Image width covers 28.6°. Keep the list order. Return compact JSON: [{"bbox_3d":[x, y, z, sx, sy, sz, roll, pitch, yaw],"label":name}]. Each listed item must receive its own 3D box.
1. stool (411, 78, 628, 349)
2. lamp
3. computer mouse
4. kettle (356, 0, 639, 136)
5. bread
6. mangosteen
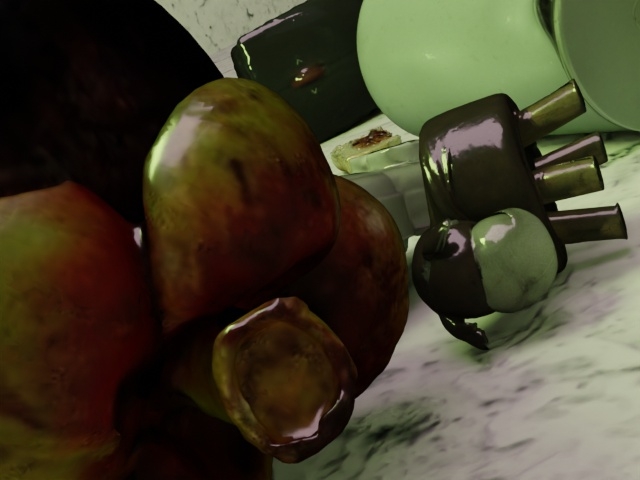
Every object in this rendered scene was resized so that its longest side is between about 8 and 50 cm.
[{"bbox_3d":[0.123,-0.020,0.798,0.121,0.125,0.217,-15,25,20],"label":"stool"},{"bbox_3d":[0.002,0.002,0.919,0.246,0.108,0.179,-20,9,-23],"label":"lamp"},{"bbox_3d":[0.023,-0.238,1.638,0.269,0.170,0.100,-33,3,-28],"label":"computer mouse"},{"bbox_3d":[0.220,-0.182,1.171,0.205,0.265,0.318,-60,26,-13],"label":"kettle"},{"bbox_3d":[0.050,-0.095,1.355,0.070,0.035,0.083,-25,17,-4],"label":"bread"},{"bbox_3d":[-0.158,0.009,0.649,0.435,0.382,0.382,-1,22,24],"label":"mangosteen"}]
